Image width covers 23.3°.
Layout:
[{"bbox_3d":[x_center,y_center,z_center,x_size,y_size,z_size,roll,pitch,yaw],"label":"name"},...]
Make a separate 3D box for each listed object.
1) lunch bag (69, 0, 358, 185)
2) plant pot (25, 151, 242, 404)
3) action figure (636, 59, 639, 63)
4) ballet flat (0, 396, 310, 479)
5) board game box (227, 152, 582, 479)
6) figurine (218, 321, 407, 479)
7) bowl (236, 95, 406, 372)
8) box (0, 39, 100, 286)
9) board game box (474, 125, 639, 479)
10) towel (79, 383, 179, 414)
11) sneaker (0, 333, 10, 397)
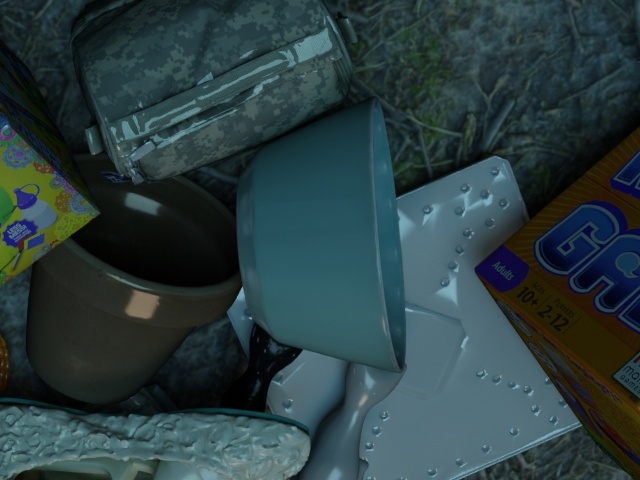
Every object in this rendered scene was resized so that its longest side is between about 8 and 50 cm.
[{"bbox_3d":[-0.122,-0.195,1.723,0.305,0.256,0.212,-24,109,-1],"label":"lunch bag"},{"bbox_3d":[-0.241,0.061,1.808,0.263,0.263,0.229,20,120,-15],"label":"plant pot"},{"bbox_3d":[0.535,-0.227,1.887,0.276,0.141,0.164,-5,119,-9],"label":"action figure"},{"bbox_3d":[-0.213,0.269,1.795,0.409,0.147,0.147,2,108,12],"label":"ballet flat"},{"bbox_3d":[0.114,0.130,1.974,0.390,0.050,0.390,-23,110,-1],"label":"board game box"},{"bbox_3d":[-0.018,0.206,1.908,0.215,0.092,0.209,20,99,-15],"label":"figurine"},{"bbox_3d":[0.000,0.000,1.745,0.163,0.311,0.311,-5,108,6],"label":"bowl"},{"bbox_3d":[-0.438,-0.074,1.672,0.290,0.279,0.177,-36,139,4],"label":"box"},{"bbox_3d":[0.472,0.104,1.804,0.356,0.356,0.356,-40,123,-3],"label":"board game box"},{"bbox_3d":[-0.255,0.391,1.978,0.320,0.090,0.374,-32,109,4],"label":"towel"},{"bbox_3d":[-0.467,0.215,1.882,0.099,0.121,0.262,24,81,-56],"label":"sneaker"}]
